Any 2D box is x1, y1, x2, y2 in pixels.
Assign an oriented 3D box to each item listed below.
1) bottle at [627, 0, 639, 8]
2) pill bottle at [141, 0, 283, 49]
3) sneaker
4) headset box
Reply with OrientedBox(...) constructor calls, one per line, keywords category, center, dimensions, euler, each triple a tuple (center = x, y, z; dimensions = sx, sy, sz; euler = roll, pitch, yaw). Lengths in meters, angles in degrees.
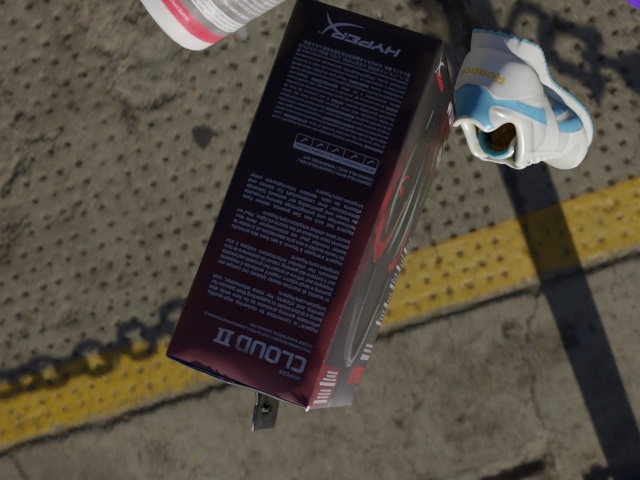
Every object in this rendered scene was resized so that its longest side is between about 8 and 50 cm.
OrientedBox(category="bottle", center=(0.274, -0.142, 0.596), dimensions=(0.092, 0.283, 0.118), euler=(-1, 115, -34))
OrientedBox(category="pill bottle", center=(-0.060, -0.369, 1.327), dimensions=(0.318, 0.176, 0.176), euler=(-27, 113, 19))
OrientedBox(category="sneaker", center=(0.181, -0.108, 1.061), dimensions=(0.228, 0.087, 0.092), euler=(31, 79, -54))
OrientedBox(category="headset box", center=(0.000, 0.000, 0.859), dimensions=(0.110, 0.218, 0.293), euler=(19, 85, 11))
